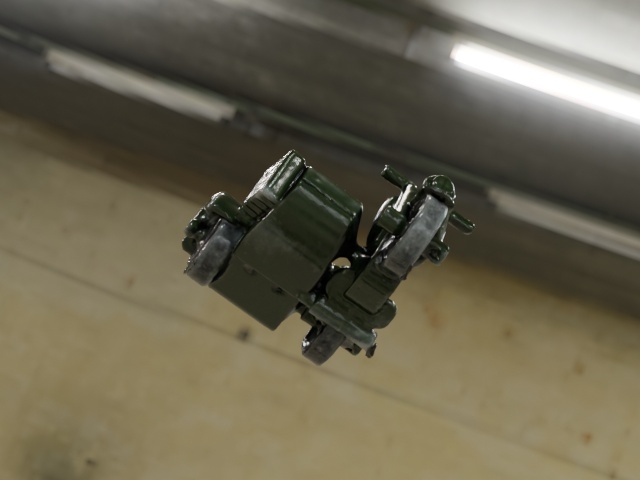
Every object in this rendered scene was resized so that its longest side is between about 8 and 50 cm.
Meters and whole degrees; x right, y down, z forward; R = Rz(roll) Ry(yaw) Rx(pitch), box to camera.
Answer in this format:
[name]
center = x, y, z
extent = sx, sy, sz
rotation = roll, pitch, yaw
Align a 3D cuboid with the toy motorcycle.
[toy motorcycle]
center = 0.000, 0.000, 1.660
extent = 0.205, 0.127, 0.275
rotation = 36, -41, -3
